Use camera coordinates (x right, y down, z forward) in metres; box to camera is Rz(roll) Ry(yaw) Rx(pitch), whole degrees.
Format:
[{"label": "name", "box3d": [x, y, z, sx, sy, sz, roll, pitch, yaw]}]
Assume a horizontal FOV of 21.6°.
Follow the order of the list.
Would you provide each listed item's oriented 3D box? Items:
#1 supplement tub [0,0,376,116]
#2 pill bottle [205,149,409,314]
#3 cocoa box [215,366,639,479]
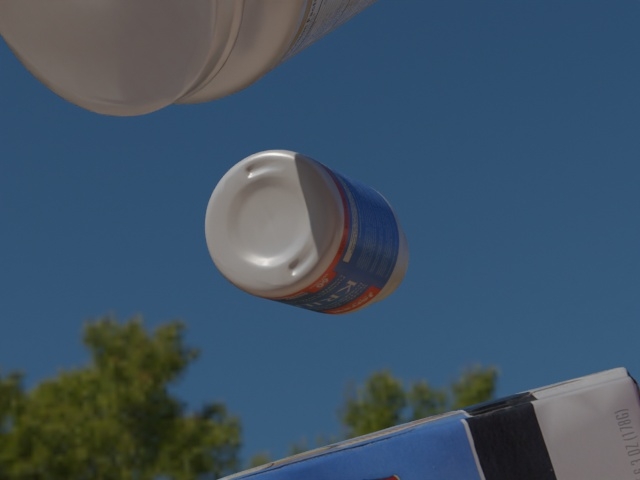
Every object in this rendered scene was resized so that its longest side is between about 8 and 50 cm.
[{"label": "supplement tub", "box3d": [-0.074, -0.232, 1.197, 0.228, 0.228, 0.316, -36, 2, 39]}, {"label": "pill bottle", "box3d": [0.000, 0.000, 1.453, 0.124, 0.124, 0.221, -20, -16, 20]}, {"label": "cocoa box", "box3d": [0.024, 0.230, 0.914, 0.228, 0.231, 0.347, -11, -10, -24]}]
